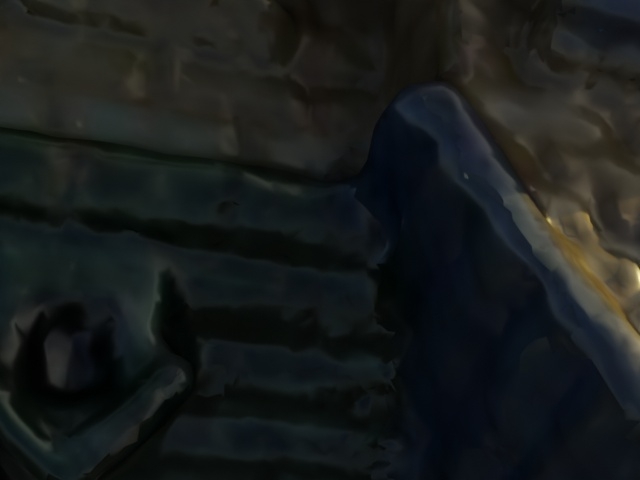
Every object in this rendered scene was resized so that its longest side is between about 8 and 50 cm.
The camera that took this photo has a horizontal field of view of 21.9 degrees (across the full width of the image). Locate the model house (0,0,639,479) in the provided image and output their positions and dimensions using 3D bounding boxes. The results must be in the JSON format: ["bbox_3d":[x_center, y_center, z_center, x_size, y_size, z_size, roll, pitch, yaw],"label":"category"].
[{"bbox_3d":[0.000,0.000,0.657,0.446,0.395,0.400,12,57,-12],"label":"model house"}]
